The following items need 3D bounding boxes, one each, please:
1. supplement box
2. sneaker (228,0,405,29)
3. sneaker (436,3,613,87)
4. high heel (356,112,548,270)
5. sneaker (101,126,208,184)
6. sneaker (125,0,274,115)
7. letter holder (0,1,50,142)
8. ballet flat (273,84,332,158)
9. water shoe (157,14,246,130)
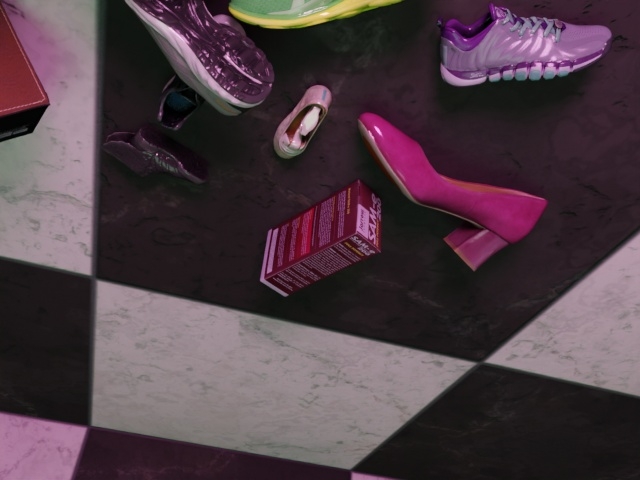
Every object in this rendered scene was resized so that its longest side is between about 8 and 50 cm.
[{"bbox_3d":[0.000,0.000,1.101,0.240,0.130,0.073,-27,131,35],"label":"supplement box"},{"bbox_3d":[0.021,-0.337,0.723,0.296,0.109,0.123,-8,111,22],"label":"sneaker"},{"bbox_3d":[0.268,-0.269,0.780,0.224,0.083,0.098,-7,135,15],"label":"sneaker"},{"bbox_3d":[0.225,-0.118,0.987,0.181,0.127,0.377,-42,123,8],"label":"high heel"},{"bbox_3d":[-0.285,-0.139,1.023,0.170,0.051,0.089,36,132,-26],"label":"sneaker"},{"bbox_3d":[-0.180,-0.270,0.758,0.271,0.100,0.108,51,153,-8],"label":"sneaker"},{"bbox_3d":[-0.565,-0.217,0.778,0.152,0.302,0.214,-13,103,55],"label":"letter holder"},{"bbox_3d":[-0.035,-0.178,0.944,0.057,0.052,0.168,18,140,-16],"label":"ballet flat"},{"bbox_3d":[-0.174,-0.236,0.863,0.073,0.080,0.203,26,136,-25],"label":"water shoe"}]
